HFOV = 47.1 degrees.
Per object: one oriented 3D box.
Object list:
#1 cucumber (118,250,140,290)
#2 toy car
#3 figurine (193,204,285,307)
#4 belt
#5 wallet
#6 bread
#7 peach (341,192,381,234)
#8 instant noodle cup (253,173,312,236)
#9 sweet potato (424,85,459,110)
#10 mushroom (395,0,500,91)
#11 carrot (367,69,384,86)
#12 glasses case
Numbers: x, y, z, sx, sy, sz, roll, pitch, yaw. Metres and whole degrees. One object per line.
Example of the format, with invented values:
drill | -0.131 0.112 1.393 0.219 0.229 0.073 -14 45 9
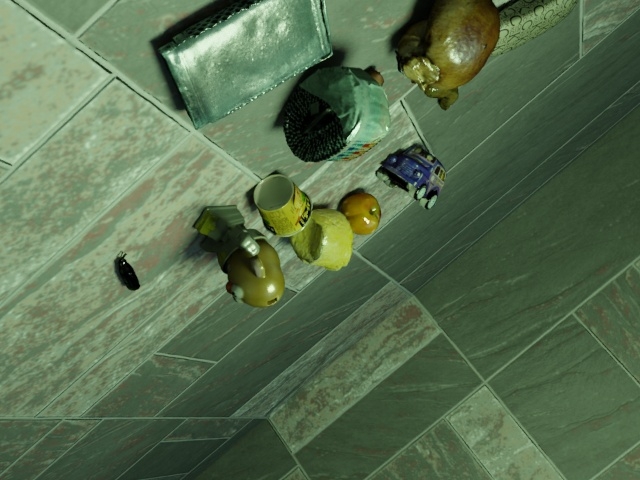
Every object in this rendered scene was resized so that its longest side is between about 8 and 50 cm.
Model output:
cucumber | -0.490 0.082 1.871 0.043 0.039 0.163 -53 166 -22
toy car | 0.305 -0.217 2.373 0.158 0.172 0.235 -57 153 3
figurine | -0.199 0.054 1.938 0.167 0.285 0.342 -42 160 3
belt | 0.037 -0.295 1.727 0.150 0.207 0.257 -13 164 -48
wallet | -0.142 -0.385 1.462 0.342 0.075 0.237 -32 151 -10
bread | 0.004 -0.002 2.271 0.171 0.197 0.197 -2 138 -49
peach | 0.130 -0.085 2.370 0.138 0.138 0.138 -32 157 -15
instant noodle cup | -0.109 -0.101 1.982 0.151 0.151 0.122 -38 146 -2
sweet potato | 0.358 -0.436 2.145 0.081 0.062 0.233 -29 165 20
mushroom | 0.322 -0.489 1.808 0.283 0.195 0.263 -39 164 3
carrot | 0.064 -0.344 1.879 0.248 0.059 0.059 -41 158 13
glasses case | 0.599 -0.635 2.089 0.355 0.085 0.137 -31 156 -17
